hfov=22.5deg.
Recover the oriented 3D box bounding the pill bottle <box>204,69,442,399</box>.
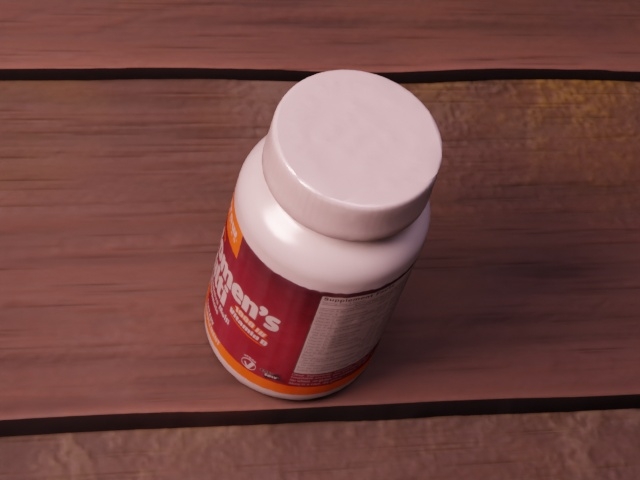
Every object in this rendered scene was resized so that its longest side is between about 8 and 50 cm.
[{"bbox_3d":[0.000,0.000,1.004,0.121,0.221,0.121,6,56,-9],"label":"pill bottle"}]
